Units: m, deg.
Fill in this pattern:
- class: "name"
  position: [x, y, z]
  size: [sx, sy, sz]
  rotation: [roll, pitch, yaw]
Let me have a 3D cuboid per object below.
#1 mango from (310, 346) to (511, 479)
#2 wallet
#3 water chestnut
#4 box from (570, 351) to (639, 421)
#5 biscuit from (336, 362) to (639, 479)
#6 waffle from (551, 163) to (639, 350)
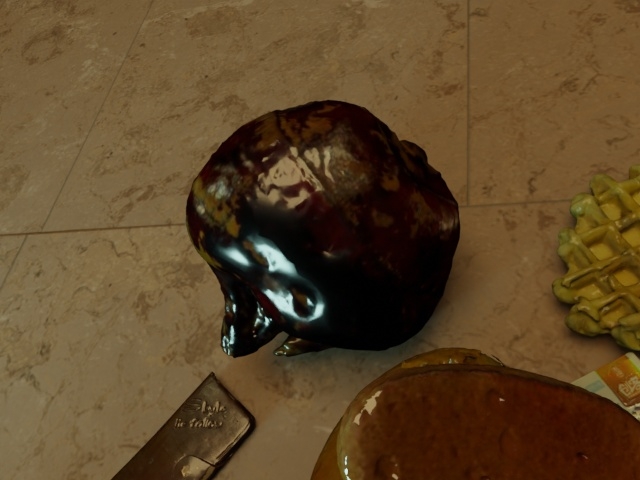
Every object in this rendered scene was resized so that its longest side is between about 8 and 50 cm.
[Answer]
- class: "mango"
  position: [0.091, 0.202, 0.505]
  size: [0.156, 0.151, 0.248]
  rotation: [43, 70, 5]
- class: "wallet"
  position: [-0.159, 0.243, 0.630]
  size: [0.176, 0.026, 0.095]
  rotation: [-45, 56, -12]
- class: "water chestnut"
  position: [0.000, 0.000, 0.591]
  size: [0.289, 0.289, 0.244]
  rotation: [-1, 62, 20]
- class: "box"
  position: [0.292, 0.215, 0.477]
  size: [0.122, 0.032, 0.220]
  rotation: [-28, 52, 0]
- class: "biscuit"
  position: [0.129, 0.233, 0.408]
  size: [0.262, 0.052, 0.277]
  rotation: [8, 80, -12]
- class: "waffle"
  position: [0.380, 0.019, 0.564]
  size: [0.261, 0.056, 0.250]
  rotation: [14, 58, 30]
